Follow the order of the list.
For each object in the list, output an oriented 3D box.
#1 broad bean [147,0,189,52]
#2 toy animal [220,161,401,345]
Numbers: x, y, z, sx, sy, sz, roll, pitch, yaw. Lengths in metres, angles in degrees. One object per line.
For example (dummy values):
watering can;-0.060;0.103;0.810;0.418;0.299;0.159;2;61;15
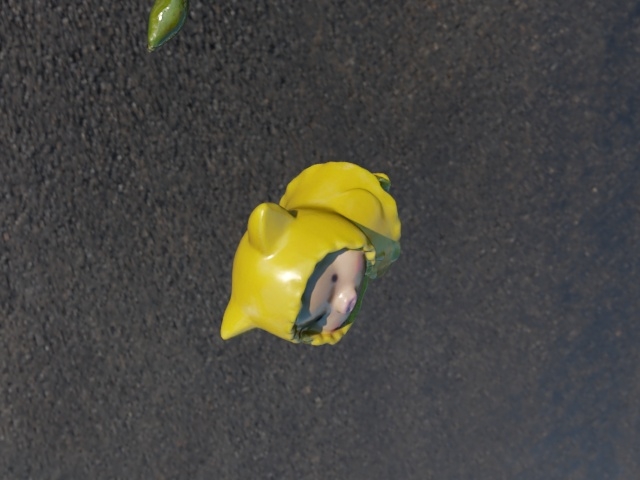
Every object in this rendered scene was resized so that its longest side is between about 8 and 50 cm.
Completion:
broad bean;-0.178;-0.364;1.220;0.052;0.052;0.256;12;93;-32
toy animal;-0.001;0.005;0.921;0.230;0.156;0.156;-36;154;-53
